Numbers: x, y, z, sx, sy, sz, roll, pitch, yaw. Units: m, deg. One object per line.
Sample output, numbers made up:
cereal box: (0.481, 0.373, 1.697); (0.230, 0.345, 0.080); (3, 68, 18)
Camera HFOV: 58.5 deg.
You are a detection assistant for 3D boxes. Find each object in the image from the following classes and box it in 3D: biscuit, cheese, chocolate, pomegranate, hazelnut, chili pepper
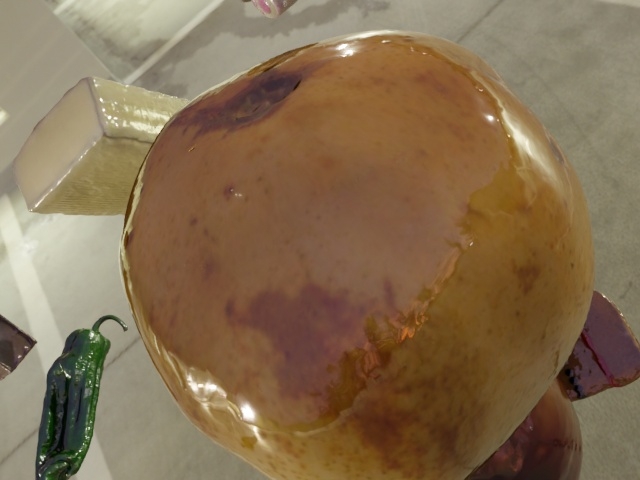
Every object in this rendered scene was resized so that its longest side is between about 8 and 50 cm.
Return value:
biscuit: (0.458, 0.188, 1.129); (0.277, 0.052, 0.262); (-25, 78, 25)
cheese: (-0.325, -0.141, 0.959); (0.242, 0.265, 0.124); (-28, 76, 31)
chocolate: (-0.721, 0.145, 1.120); (0.112, 0.321, 0.112); (-19, 33, 45)
pomegranate: (0.026, 0.027, 0.519); (0.416, 0.417, 0.417); (-18, 47, 20)
hazelnut: (0.233, 0.305, 0.980); (0.402, 0.429, 0.402); (-32, 36, 27)
chili pepper: (-0.357, 0.230, 0.829); (0.100, 0.074, 0.257); (-20, 56, 34)

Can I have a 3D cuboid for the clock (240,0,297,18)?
clock: (-0.182, -0.621, 1.161); (0.114, 0.284, 0.309); (-46, 55, -11)
